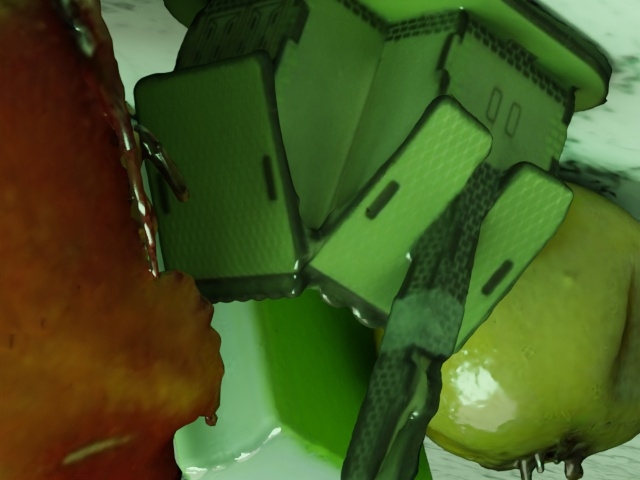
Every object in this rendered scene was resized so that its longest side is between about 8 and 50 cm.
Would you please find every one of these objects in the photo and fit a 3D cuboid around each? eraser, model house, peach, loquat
[{"bbox_3d":[-0.024,0.056,1.181,0.092,0.274,0.210,-30,140,21],"label":"eraser"},{"bbox_3d":[0.000,0.000,0.951,0.205,0.278,0.218,29,159,-34],"label":"model house"},{"bbox_3d":[-0.220,-0.021,0.868,0.353,0.416,0.339,14,-179,-26],"label":"peach"},{"bbox_3d":[0.137,0.059,1.151,0.213,0.213,0.213,15,165,4],"label":"loquat"}]

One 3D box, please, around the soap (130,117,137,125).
[{"bbox_3d":[-0.291,-0.009,1.334,0.435,0.212,0.350,27,158,-33],"label":"soap"}]
